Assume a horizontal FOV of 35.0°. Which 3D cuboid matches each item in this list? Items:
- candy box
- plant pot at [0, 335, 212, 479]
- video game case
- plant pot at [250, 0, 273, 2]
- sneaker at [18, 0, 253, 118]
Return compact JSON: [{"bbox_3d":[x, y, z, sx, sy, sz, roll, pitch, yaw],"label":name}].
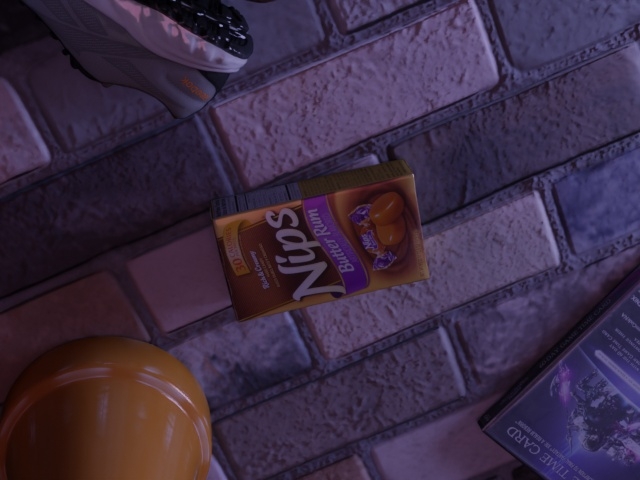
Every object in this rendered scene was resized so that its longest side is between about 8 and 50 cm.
[{"bbox_3d":[0.000,0.000,0.939,0.186,0.053,0.109,-13,114,-2],"label":"candy box"},{"bbox_3d":[-0.199,0.220,0.923,0.205,0.188,0.205,-3,112,-7],"label":"plant pot"},{"bbox_3d":[0.328,0.155,1.068,0.196,0.026,0.274,40,102,-21],"label":"video game case"},{"bbox_3d":[-0.093,-0.287,0.719,0.229,0.263,0.263,27,106,-35],"label":"plant pot"},{"bbox_3d":[-0.192,-0.187,0.810,0.271,0.100,0.108,30,122,-15],"label":"sneaker"}]
